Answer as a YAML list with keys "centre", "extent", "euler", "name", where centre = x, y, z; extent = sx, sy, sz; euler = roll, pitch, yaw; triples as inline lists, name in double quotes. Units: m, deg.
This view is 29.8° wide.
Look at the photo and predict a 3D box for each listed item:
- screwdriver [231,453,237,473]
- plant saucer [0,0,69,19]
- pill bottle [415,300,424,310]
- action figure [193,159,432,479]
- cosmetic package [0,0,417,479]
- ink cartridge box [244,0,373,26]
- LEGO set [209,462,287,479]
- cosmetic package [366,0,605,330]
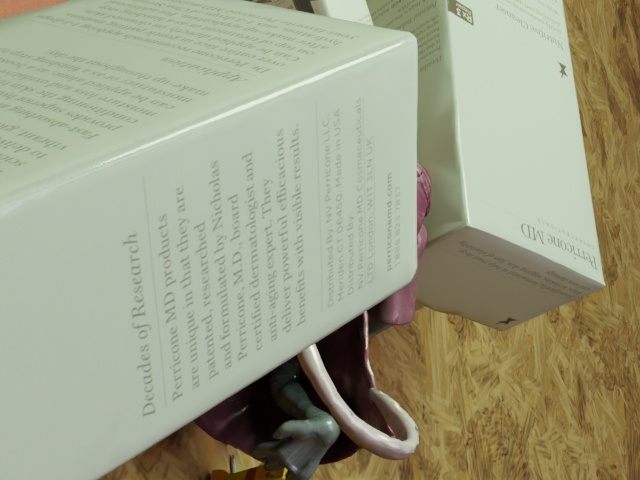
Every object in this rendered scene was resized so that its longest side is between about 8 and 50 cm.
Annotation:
- centre: [-0.072, 0.274, 1.056]
  extent: [0.025, 0.024, 0.170]
  euler: [-3, 75, -32]
  name: "screwdriver"
- centre: [-0.224, -0.165, 0.850]
  extent: [0.259, 0.047, 0.259]
  euler: [-14, 79, -60]
  name: "plant saucer"
- centre: [0.107, -0.002, 1.384]
  extent: [0.094, 0.094, 0.169]
  euler: [57, 36, -34]
  name: "pill bottle"
- centre: [0.000, 0.000, 1.008]
  extent: [0.248, 0.275, 0.370]
  euler: [48, 55, -15]
  name: "action figure"
- centre: [-0.171, 0.006, 0.601]
  extent: [0.453, 0.230, 0.162]
  euler: [-28, 126, -43]
  name: "cosmetic package"
- centre: [-0.053, -0.234, 1.110]
  extent: [0.092, 0.158, 0.218]
  euler: [-45, 119, -58]
  name: "ink cartridge box"
- centre: [-0.038, 0.200, 1.040]
  extent: [0.087, 0.093, 0.227]
  euler: [42, 43, -32]
  name: "LEGO set"
- centre: [0.157, -0.121, 1.274]
  extent: [0.217, 0.156, 0.385]
  euler: [19, 54, -37]
  name: "cosmetic package"
